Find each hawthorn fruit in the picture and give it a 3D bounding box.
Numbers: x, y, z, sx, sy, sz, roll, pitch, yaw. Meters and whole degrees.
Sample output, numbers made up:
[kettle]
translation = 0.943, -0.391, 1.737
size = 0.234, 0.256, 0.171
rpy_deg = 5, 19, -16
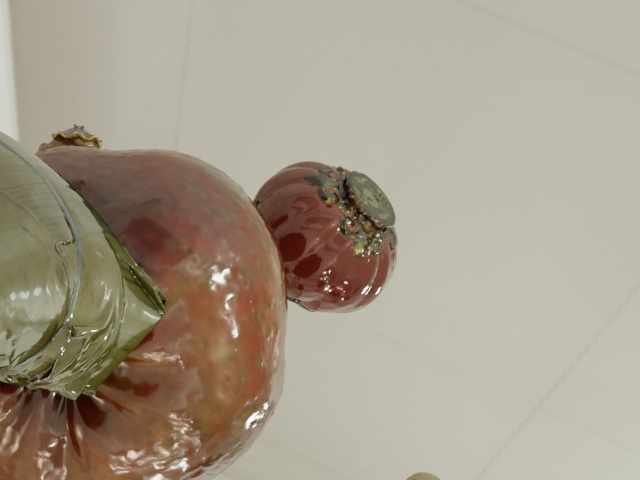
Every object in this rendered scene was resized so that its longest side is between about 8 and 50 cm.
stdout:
[hawthorn fruit]
translation = -0.221, 0.087, 1.059
size = 0.403, 0.403, 0.402
rpy_deg = 24, 90, -85

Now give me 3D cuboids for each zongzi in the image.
[zongzi]
translation = -0.302, -0.020, 0.692
size = 0.160, 0.323, 0.360
rpy_deg = -54, 170, 3

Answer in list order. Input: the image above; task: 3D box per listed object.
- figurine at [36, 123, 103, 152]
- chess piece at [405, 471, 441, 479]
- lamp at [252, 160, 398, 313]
[figurine]
translation = -0.548, -0.127, 2.156
size = 0.142, 0.189, 0.263
rpy_deg = 20, 62, -58
[chess piece]
translation = 0.135, 0.354, 1.318
size = 0.084, 0.038, 0.083
rpy_deg = -17, 116, -38
[lamp]
translation = 0.000, 0.000, 1.359
size = 0.227, 0.227, 0.227
rpy_deg = 24, 90, -85
